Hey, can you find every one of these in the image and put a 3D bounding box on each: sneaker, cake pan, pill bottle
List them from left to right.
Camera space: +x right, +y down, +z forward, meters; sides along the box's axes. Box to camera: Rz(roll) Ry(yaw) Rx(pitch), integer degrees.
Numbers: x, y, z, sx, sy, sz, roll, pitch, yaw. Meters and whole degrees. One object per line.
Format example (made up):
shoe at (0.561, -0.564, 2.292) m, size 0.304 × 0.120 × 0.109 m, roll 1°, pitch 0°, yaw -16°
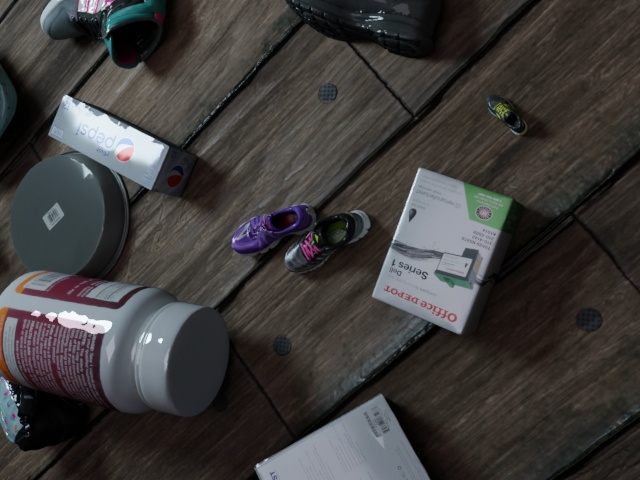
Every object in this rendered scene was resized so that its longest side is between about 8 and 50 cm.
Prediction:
cake pan at (-0.523, -0.044, 1.462) m, size 0.293 × 0.054 × 0.294 m, roll -2°, pitch 86°, yaw 25°
sneaker at (-0.422, -0.415, 1.410) m, size 0.295 × 0.123 × 0.179 m, roll -18°, pitch 70°, yaw 21°
pill bottle at (-0.377, 0.185, 1.288) m, size 0.391 × 0.224 × 0.224 m, roll 7°, pitch 89°, yaw 25°
sneaker at (-0.092, -0.026, 1.257) m, size 0.169 × 0.071 × 0.068 m, roll -25°, pitch 77°, yaw 22°
sneaker at (0.000, 0.000, 1.211) m, size 0.170 × 0.074 × 0.063 m, roll -30°, pitch 75°, yaw 20°
sneaker at (0.072, -0.401, 1.201) m, size 0.286 × 0.109 × 0.130 m, roll 20°, pitch 89°, yaw 15°
sneaker at (0.290, -0.200, 1.115) m, size 0.031 × 0.035 × 0.083 m, roll -47°, pitch 70°, yaw 14°

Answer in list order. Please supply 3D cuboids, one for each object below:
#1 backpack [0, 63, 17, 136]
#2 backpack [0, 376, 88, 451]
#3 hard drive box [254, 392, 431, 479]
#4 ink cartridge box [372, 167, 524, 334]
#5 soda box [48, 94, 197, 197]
backpack at (-0.765, -0.292, 1.511) m, size 0.225 × 0.191 × 0.254 m, roll -49°, pitch 61°, yaw 20°
backpack at (-0.572, 0.322, 1.416) m, size 0.182 × 0.152 × 0.115 m, roll 47°, pitch 109°, yaw 25°
hard drive box at (0.043, 0.376, 1.118) m, size 0.232 × 0.089 × 0.181 m, roll -29°, pitch 73°, yaw -1°
ink cartridge box at (0.196, 0.019, 1.111) m, size 0.160 × 0.092 × 0.220 m, roll 21°, pitch 95°, yaw 24°
soda box at (-0.383, -0.183, 1.383) m, size 0.286 × 0.098 × 0.091 m, roll 27°, pitch 96°, yaw 23°
